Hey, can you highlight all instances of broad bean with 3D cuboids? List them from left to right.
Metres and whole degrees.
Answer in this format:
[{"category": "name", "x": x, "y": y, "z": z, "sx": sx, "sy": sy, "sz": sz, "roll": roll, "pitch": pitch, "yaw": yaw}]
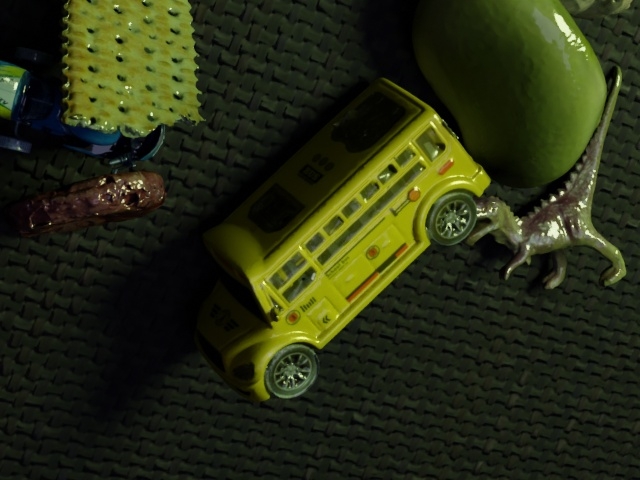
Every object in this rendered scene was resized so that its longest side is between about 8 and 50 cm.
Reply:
[{"category": "broad bean", "x": 0.191, "y": -0.163, "z": 1.656, "sx": 0.263, "sy": 0.189, "sz": 0.121, "roll": 55, "pitch": 48, "yaw": -41}]

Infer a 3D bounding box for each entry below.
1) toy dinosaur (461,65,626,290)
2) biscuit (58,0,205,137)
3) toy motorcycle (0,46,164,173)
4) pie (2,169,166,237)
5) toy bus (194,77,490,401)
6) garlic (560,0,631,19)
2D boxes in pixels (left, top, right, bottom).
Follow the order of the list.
[{"category": "toy dinosaur", "x": 0.273, "y": -0.040, "z": 1.836, "sx": 0.251, "sy": 0.072, "sz": 0.200, "roll": -31, "pitch": 117, "yaw": -1}, {"category": "biscuit", "x": -0.164, "y": -0.167, "z": 1.441, "sx": 0.144, "sy": 0.203, "sz": 0.016, "roll": 17, "pitch": 141, "yaw": -33}, {"category": "toy motorcycle", "x": -0.224, "y": -0.114, "z": 1.447, "sx": 0.254, "sy": 0.135, "sz": 0.092, "roll": 16, "pitch": 90, "yaw": -42}, {"category": "pie", "x": -0.214, "y": -0.032, "z": 1.512, "sx": 0.154, "sy": 0.153, "sz": 0.038, "roll": -13, "pitch": 87, "yaw": -24}, {"category": "toy bus", "x": 0.000, "y": 0.000, "z": 1.646, "sx": 0.330, "sy": 0.144, "sz": 0.152, "roll": -43, "pitch": 128, "yaw": -5}, {"category": "garlic", "x": 0.273, "y": -0.321, "z": 1.634, "sx": 0.228, "sy": 0.152, "sz": 0.228, "roll": -10, "pitch": 114, "yaw": -24}]
